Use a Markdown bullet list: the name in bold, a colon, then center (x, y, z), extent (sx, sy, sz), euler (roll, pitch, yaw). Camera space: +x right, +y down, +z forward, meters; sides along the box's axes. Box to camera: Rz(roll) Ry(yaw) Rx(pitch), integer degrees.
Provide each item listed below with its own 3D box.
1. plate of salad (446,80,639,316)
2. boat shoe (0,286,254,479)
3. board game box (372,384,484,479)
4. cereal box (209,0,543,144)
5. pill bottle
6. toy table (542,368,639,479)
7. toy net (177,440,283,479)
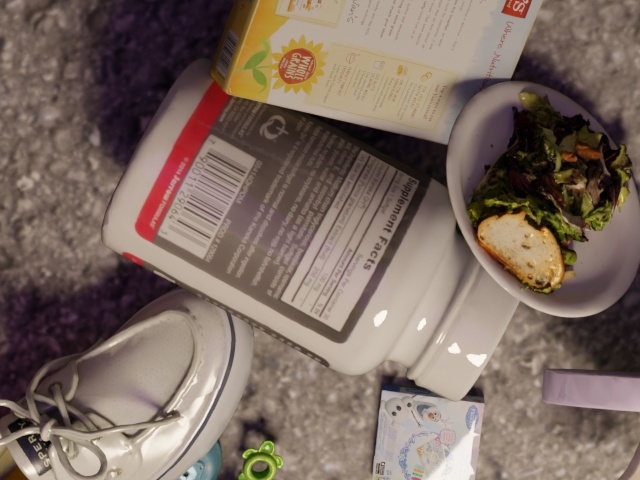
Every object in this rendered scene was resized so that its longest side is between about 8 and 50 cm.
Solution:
- **plate of salad**: center (0.185, -0.038, 1.327), extent (0.200, 0.200, 0.048), euler (49, 142, -6)
- **boat shoe**: center (-0.218, 0.168, 1.415), extent (0.367, 0.156, 0.136), euler (-43, 65, 17)
- **board game box**: center (0.093, 0.175, 1.465), extent (0.090, 0.020, 0.090), euler (7, 104, 5)
- **cereal box**: center (0.052, -0.174, 1.311), extent (0.240, 0.047, 0.173), euler (11, 111, -30)
- **pill bottle**: center (0.000, 0.000, 1.353), extent (0.318, 0.176, 0.176), euler (29, 105, -1)
- **toy table**: center (0.313, 0.188, 1.345), extent (0.274, 0.252, 0.161), euler (2, 88, 6)
- **toy net**: center (-0.103, 0.276, 1.503), extent (0.122, 0.045, 0.232), euler (5, 107, -10)
